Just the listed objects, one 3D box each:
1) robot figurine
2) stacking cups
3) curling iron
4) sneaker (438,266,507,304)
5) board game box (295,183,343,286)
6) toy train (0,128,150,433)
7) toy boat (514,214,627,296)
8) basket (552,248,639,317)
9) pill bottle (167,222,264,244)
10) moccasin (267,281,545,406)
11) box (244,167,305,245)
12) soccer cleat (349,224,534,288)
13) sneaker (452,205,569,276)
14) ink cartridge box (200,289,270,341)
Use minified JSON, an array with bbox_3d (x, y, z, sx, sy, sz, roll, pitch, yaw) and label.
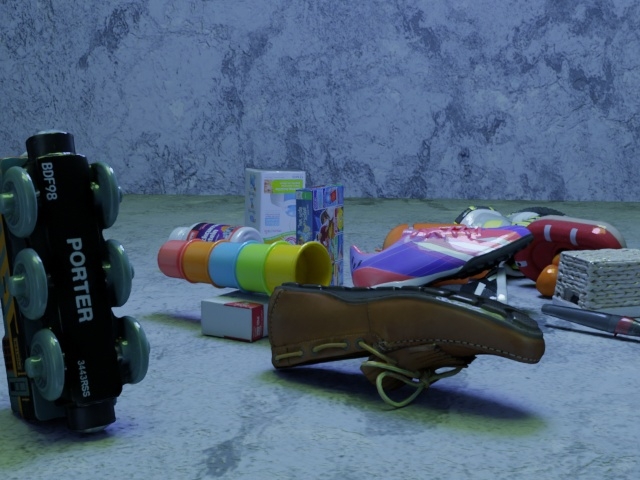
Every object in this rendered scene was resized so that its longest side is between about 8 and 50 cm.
[{"bbox_3d":[0.214,0.030,1.909,0.219,0.158,0.128,1,-32,3],"label":"robot figurine"},{"bbox_3d":[-0.135,0.044,1.556,0.316,0.096,0.096,2,7,37],"label":"stacking cups"},{"bbox_3d":[0.469,0.132,1.518,0.273,0.035,0.068,7,6,34],"label":"curling iron"},{"bbox_3d":[0.251,0.090,1.649,0.121,0.079,0.217,1,8,9],"label":"sneaker"},{"bbox_3d":[0.000,0.000,1.840,0.035,0.201,0.136,4,8,26],"label":"board game box"},{"bbox_3d":[-0.298,0.049,1.108,0.142,0.334,0.190,-9,-3,-37],"label":"toy train"},{"bbox_3d":[0.455,0.048,1.847,0.151,0.151,0.231,-39,28,-28],"label":"toy boat"},{"bbox_3d":[0.499,0.072,1.693,0.167,0.103,0.113,-1,9,-18],"label":"basket"},{"bbox_3d":[-0.220,0.018,2.036,0.193,0.108,0.108,5,10,35],"label":"pill bottle"},{"bbox_3d":[0.092,0.129,1.224,0.379,0.147,0.139,0,-7,29],"label":"moccasin"},{"bbox_3d":[-0.106,-0.062,2.270,0.114,0.203,0.103,-2,9,-25],"label":"box"},{"bbox_3d":[0.204,0.017,1.688,0.318,0.117,0.108,-19,-11,4],"label":"soccer cleat"},{"bbox_3d":[0.430,0.020,2.087,0.384,0.145,0.147,-4,39,-40],"label":"sneaker"},{"bbox_3d":[-0.108,0.113,1.549,0.099,0.056,0.135,6,10,32],"label":"ink cartridge box"}]
